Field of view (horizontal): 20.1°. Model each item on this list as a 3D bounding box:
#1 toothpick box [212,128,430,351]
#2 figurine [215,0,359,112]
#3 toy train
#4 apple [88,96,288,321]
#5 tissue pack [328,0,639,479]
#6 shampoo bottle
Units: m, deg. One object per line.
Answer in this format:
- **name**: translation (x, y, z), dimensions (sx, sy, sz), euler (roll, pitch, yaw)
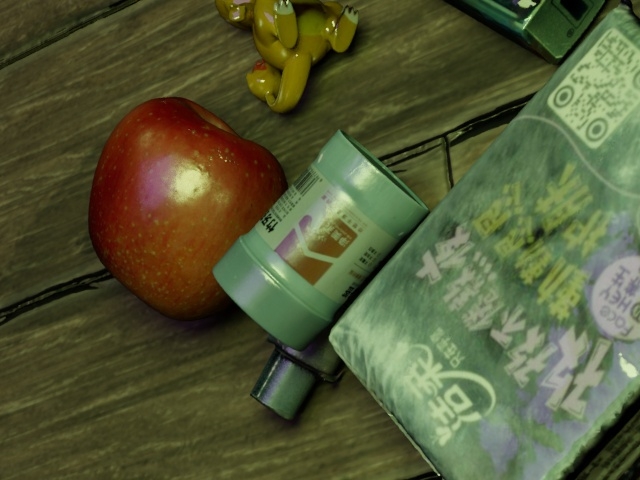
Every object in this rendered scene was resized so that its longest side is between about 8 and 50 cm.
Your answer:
- **toothpick box**: translation (0.000, 0.000, 1.434), dimensions (0.153, 0.101, 0.101), euler (-48, 51, 7)
- **figurine**: translation (-0.046, -0.188, 1.645), dimensions (0.176, 0.121, 0.122), euler (48, 131, 52)
- **toy train**: translation (0.078, -0.277, 1.577), dimensions (0.409, 0.089, 0.086), euler (37, 92, 41)
- **apple**: translation (-0.119, -0.031, 1.572), dimensions (0.168, 0.181, 0.181), euler (-54, 50, 8)
- **tissue pack**: translation (0.195, 0.026, 1.353), dimensions (0.361, 0.122, 0.259), euler (-51, 49, 12)
- **shampoo bottle**: translation (0.012, 0.048, 1.512), dimensions (0.072, 0.072, 0.214), euler (31, 92, 40)
